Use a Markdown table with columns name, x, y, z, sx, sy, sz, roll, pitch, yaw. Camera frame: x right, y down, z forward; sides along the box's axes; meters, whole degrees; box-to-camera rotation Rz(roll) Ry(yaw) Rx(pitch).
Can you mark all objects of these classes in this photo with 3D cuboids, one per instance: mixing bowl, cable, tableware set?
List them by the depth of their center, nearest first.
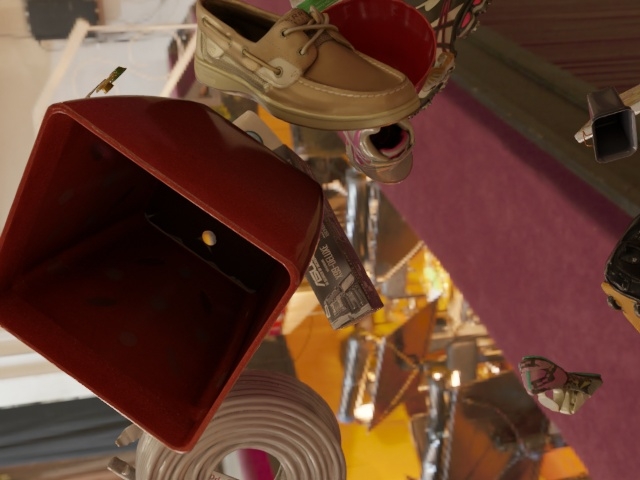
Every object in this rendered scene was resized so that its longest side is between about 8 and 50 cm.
| name | x | y | z | sx | sy | sz | roll | pitch | yaw |
| --- | --- | --- | --- | --- | --- | --- | --- | --- | --- |
| cable | -0.095 | 0.280 | 1.039 | 0.257 | 0.257 | 0.089 | 50 | -178 | -21 |
| mixing bowl | 0.063 | -0.219 | 1.116 | 0.098 | 0.181 | 0.182 | 71 | -174 | -60 |
| tableware set | -0.367 | -0.232 | 1.398 | 0.024 | 0.104 | 0.154 | 46 | -153 | -20 |

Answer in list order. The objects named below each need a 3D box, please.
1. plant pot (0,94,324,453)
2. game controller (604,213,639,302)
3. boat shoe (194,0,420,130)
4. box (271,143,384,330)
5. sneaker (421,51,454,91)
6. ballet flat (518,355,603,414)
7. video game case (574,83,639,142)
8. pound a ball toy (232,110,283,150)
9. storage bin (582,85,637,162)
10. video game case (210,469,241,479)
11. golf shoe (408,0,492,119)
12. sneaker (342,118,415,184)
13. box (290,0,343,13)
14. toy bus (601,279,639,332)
| name | x | y | z | sx | sy | sz | roll | pitch | yaw |
| --- | --- | --- | --- | --- | --- | --- | --- | --- | --- |
| plant pot | -0.144 | 0.001 | 0.886 | 0.267 | 0.267 | 0.236 | -57 | -3 | 32 |
| game controller | 0.508 | 0.054 | 1.007 | 0.319 | 0.166 | 0.067 | 23 | 130 | 26 |
| boat shoe | -0.027 | -0.197 | 0.912 | 0.302 | 0.109 | 0.098 | 25 | 131 | 36 |
| box | 0.000 | 0.000 | 1.461 | 0.308 | 0.076 | 0.242 | 62 | -174 | 6 |
| sneaker | 0.181 | -0.249 | 1.298 | 0.032 | 0.083 | 0.037 | 26 | 152 | 31 |
| ballet flat | 0.397 | 0.245 | 1.410 | 0.076 | 0.221 | 0.079 | -9 | 70 | 42 |
| video game case | 0.706 | -0.315 | 1.919 | 0.026 | 0.206 | 0.227 | 54 | 142 | -5 |
| pound a ball toy | -0.252 | -0.149 | 1.733 | 0.208 | 0.319 | 0.136 | 48 | 160 | 2 |
| storage bin | 0.573 | -0.236 | 1.713 | 0.135 | 0.098 | 0.091 | 60 | -162 | -47 |
| video game case | -0.118 | 0.382 | 1.267 | 0.023 | 0.183 | 0.201 | -65 | -33 | -23 |
| golf shoe | 0.193 | -0.348 | 1.515 | 0.273 | 0.120 | 0.105 | -63 | 8 | -3 |
| sneaker | 0.096 | -0.153 | 1.348 | 0.111 | 0.103 | 0.252 | 45 | 180 | 35 |
| box | 0.000 | -0.473 | 1.665 | 0.087 | 0.101 | 0.102 | 50 | -163 | -36 |
| toy bus | 0.693 | 0.169 | 1.632 | 0.333 | 0.130 | 0.108 | 47 | 176 | -13 |
